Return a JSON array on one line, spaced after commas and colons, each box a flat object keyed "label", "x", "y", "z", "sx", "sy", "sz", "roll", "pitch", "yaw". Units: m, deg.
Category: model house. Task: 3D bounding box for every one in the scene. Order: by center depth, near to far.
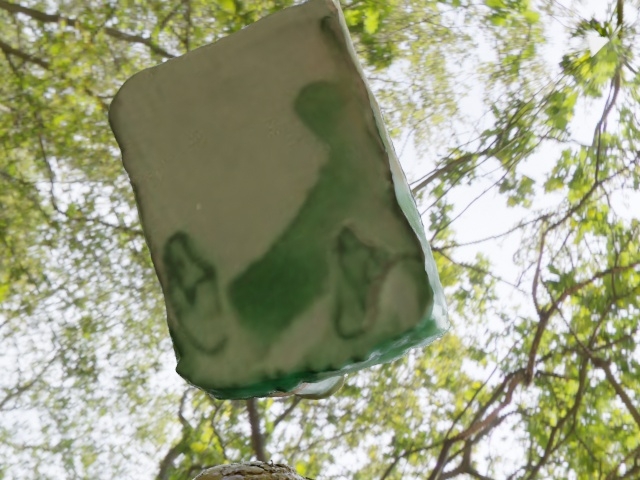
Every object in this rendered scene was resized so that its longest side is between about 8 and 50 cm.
[{"label": "model house", "x": 0.000, "y": 0.000, "z": 0.691, "sx": 0.194, "sy": 0.325, "sz": 0.267, "roll": -21, "pitch": -107, "yaw": 11}]

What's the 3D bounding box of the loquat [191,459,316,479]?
[{"label": "loquat", "x": -0.078, "y": 0.371, "z": 0.926, "sx": 0.235, "sy": 0.235, "sz": 0.235, "roll": 5, "pitch": -75, "yaw": 19}]
